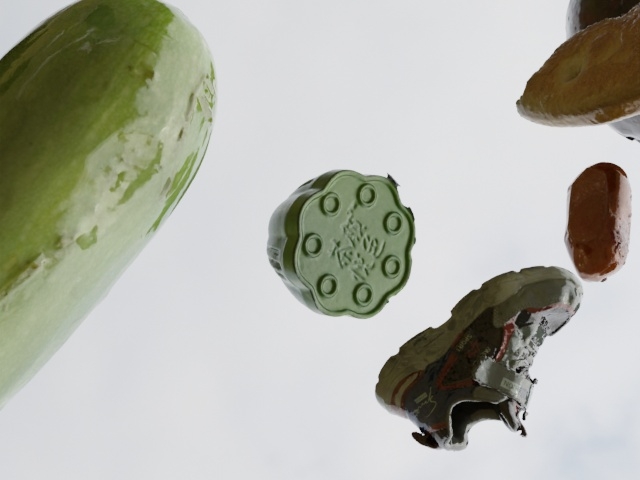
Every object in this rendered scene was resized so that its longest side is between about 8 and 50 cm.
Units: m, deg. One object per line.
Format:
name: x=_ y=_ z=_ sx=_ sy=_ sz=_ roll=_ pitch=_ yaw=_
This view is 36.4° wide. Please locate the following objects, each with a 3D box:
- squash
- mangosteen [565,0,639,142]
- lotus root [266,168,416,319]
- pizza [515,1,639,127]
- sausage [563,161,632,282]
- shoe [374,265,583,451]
squash: x=-0.178 y=0.027 z=0.486 sx=0.118 sy=0.118 sz=0.370 roll=19 pitch=-111 yaw=47
mangosteen: x=0.600 y=-0.359 z=1.588 sx=0.421 sy=0.381 sz=0.381 roll=-40 pitch=-134 yaw=2
lotus root: x=0.000 y=0.000 z=1.198 sx=0.186 sy=0.186 sz=0.186 roll=-20 pitch=-122 yaw=36
pizza: x=0.421 y=-0.245 z=1.301 sx=0.365 sy=0.074 sz=0.182 roll=-25 pitch=-142 yaw=37
sausage: x=0.369 y=-0.031 z=1.296 sx=0.089 sy=0.089 sz=0.179 roll=-15 pitch=-124 yaw=39
shoe: x=0.166 y=0.121 z=0.921 sx=0.227 sy=0.099 sz=0.125 roll=-36 pitch=-131 yaw=6
